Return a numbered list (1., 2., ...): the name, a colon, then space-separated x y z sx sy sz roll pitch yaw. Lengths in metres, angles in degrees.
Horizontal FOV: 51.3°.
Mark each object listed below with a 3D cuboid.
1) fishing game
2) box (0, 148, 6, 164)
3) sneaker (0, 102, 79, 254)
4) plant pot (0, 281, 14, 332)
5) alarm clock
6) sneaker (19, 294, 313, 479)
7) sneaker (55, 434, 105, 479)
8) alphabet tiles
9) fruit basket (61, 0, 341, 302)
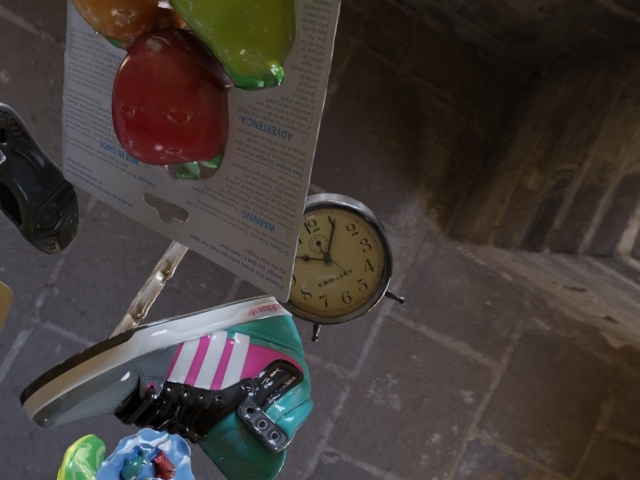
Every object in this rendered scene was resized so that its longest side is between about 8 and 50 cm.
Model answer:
1. fishing game: -0.214 0.329 0.836 0.189 0.041 0.264 56 44 -45
2. box: -0.430 -0.174 0.463 0.097 0.318 0.395 -50 120 -38
3. sneaker: -0.384 -0.080 0.810 0.087 0.130 0.228 -55 148 -28
4. plant pot: -0.484 0.159 0.715 0.237 0.237 0.255 11 66 -18
5. alarm clock: 0.000 0.000 0.681 0.129 0.064 0.192 -24 107 7
6. sneaker: -0.119 0.172 0.652 0.295 0.124 0.179 -13 69 -40
7. sneaker: -0.359 0.425 1.047 0.123 0.295 0.110 7 111 -16
8. alphabet tiles: -0.195 0.026 0.867 0.021 0.278 0.284 34 75 -11
9. fruit basket: -0.108 -0.170 0.555 0.165 0.327 0.353 -22 128 -46
